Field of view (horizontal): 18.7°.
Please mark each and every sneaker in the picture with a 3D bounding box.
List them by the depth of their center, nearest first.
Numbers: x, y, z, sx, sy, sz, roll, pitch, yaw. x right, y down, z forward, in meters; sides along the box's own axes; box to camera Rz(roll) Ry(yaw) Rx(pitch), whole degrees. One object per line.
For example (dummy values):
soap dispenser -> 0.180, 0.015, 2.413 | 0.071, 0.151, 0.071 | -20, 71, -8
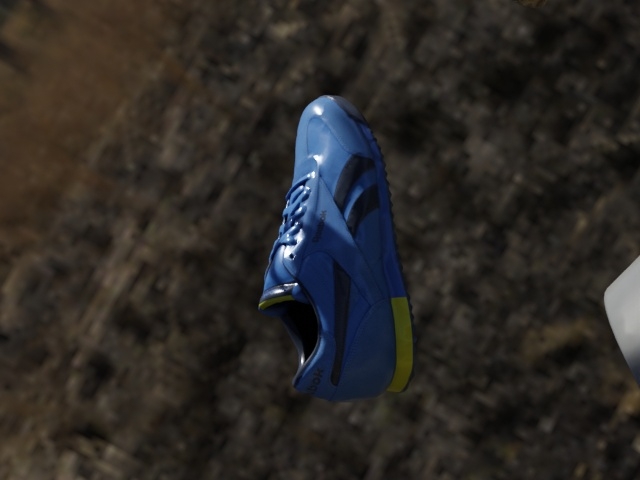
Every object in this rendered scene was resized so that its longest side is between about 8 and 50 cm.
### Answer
sneaker -> 0.000, 0.000, 1.197 | 0.069, 0.082, 0.209 | 122, 143, -57

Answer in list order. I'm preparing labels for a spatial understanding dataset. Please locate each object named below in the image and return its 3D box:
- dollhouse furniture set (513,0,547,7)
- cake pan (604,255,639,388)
dollhouse furniture set -> 0.102, -0.351, 1.619 | 0.197, 0.301, 0.151 | -58, -17, 1
cake pan -> 0.267, 0.122, 1.190 | 0.054, 0.293, 0.293 | -35, 17, 14
